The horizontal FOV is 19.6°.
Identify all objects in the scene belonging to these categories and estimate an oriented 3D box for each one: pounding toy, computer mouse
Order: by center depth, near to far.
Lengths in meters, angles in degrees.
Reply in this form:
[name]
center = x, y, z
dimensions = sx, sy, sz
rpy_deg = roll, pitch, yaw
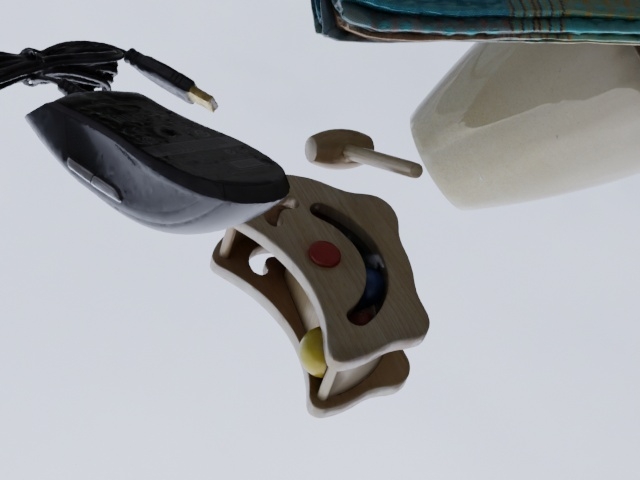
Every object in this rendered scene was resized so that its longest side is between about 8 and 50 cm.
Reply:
[computer mouse]
center = -0.113, -0.064, 1.221
dimensions = 0.262, 0.060, 0.184
rpy_deg = 26, -158, 27
[pounding toy]
center = 0.000, 0.000, 1.573
dimensions = 0.154, 0.155, 0.269
rpy_deg = 0, -132, -18

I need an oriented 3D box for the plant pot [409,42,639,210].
[plant pot]
center = 0.246, -0.149, 2.036
dimensions = 0.256, 0.274, 0.256
rpy_deg = 49, -157, -30

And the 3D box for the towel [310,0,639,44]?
[towel]
center = 0.162, -0.247, 1.299
dimensions = 0.370, 0.040, 0.271
rpy_deg = 0, -123, -14
